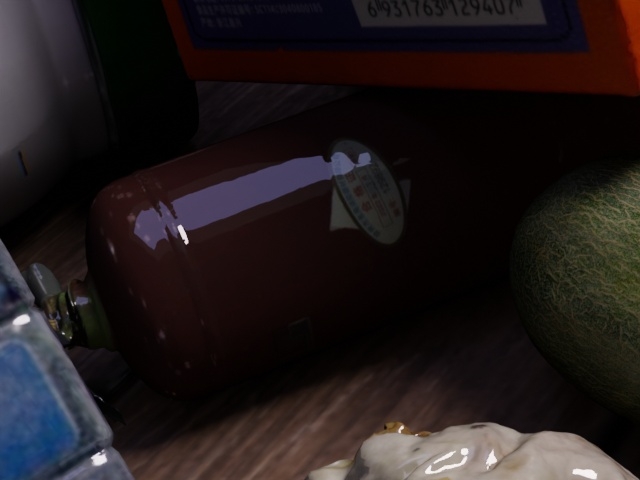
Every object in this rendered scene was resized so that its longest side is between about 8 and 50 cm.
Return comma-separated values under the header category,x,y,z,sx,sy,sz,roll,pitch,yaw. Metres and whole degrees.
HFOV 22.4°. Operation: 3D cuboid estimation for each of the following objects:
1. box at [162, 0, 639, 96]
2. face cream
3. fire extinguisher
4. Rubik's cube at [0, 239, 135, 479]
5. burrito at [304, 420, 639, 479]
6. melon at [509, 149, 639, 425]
category,x,y,z,sx,sy,sz,roll,pitch,yaw
box,0.103,-0.247,0.796,0.319,0.256,0.349,-31,23,-29
face cream,-0.272,-0.105,0.960,0.357,0.219,0.312,-20,31,-10
fire extinguisher,0.000,0.000,0.778,0.337,0.114,0.135,-20,39,-10
Rubik's cube,-0.197,0.111,0.493,0.237,0.237,0.238,-30,3,-27
burrito,0.142,0.151,0.512,0.117,0.076,0.392,-24,33,-27
melon,0.147,0.022,0.679,0.114,0.114,0.167,-33,39,-28
